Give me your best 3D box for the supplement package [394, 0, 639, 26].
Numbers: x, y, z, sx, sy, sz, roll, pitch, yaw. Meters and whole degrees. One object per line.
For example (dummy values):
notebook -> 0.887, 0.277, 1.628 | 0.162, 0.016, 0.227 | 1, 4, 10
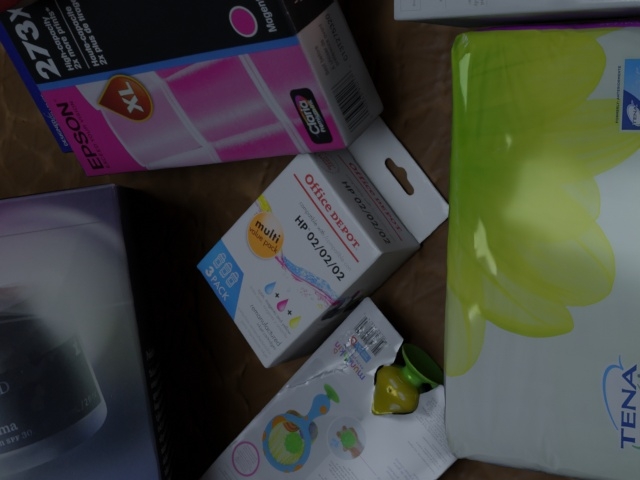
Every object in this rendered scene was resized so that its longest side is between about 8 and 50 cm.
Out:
supplement package -> 0.148, -0.194, 0.811 | 0.179, 0.105, 0.105 | 4, 97, 35

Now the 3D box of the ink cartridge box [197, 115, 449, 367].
ink cartridge box -> 0.000, 0.000, 0.962 | 0.181, 0.062, 0.104 | -46, 70, 29

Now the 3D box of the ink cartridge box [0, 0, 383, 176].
ink cartridge box -> -0.139, -0.144, 0.982 | 0.371, 0.069, 0.175 | -2, 124, 41

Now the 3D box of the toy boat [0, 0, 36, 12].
toy boat -> -0.243, -0.256, 0.863 | 0.231, 0.151, 0.151 | -42, 60, 49

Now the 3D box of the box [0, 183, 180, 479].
box -> -0.278, 0.119, 1.015 | 0.296, 0.183, 0.294 | -9, 90, -3

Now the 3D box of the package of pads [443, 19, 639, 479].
package of pads -> 0.191, 0.009, 0.808 | 0.229, 0.101, 0.296 | 4, 97, 34

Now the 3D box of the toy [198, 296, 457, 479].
toy -> 0.013, 0.173, 0.978 | 0.137, 0.056, 0.237 | 50, 115, 24
